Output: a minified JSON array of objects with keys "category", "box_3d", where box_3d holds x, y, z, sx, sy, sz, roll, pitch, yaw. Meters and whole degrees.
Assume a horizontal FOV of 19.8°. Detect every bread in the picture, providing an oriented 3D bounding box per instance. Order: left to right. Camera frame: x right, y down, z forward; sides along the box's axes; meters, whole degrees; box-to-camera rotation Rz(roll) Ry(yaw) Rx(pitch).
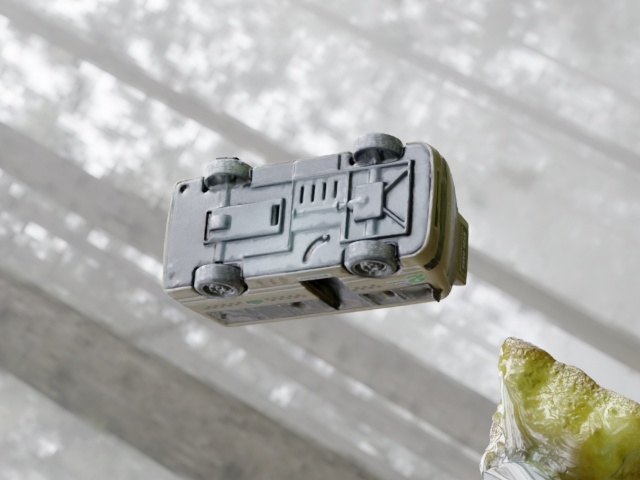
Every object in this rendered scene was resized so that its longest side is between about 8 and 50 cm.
[{"category":"bread","box_3d":[0.210,0.205,1.614,0.088,0.160,0.233,-37,-38,-24]}]

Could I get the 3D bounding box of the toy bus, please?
[{"category":"toy bus","box_3d":[0.000,0.000,1.782,0.157,0.289,0.139,41,-135,-53]}]
